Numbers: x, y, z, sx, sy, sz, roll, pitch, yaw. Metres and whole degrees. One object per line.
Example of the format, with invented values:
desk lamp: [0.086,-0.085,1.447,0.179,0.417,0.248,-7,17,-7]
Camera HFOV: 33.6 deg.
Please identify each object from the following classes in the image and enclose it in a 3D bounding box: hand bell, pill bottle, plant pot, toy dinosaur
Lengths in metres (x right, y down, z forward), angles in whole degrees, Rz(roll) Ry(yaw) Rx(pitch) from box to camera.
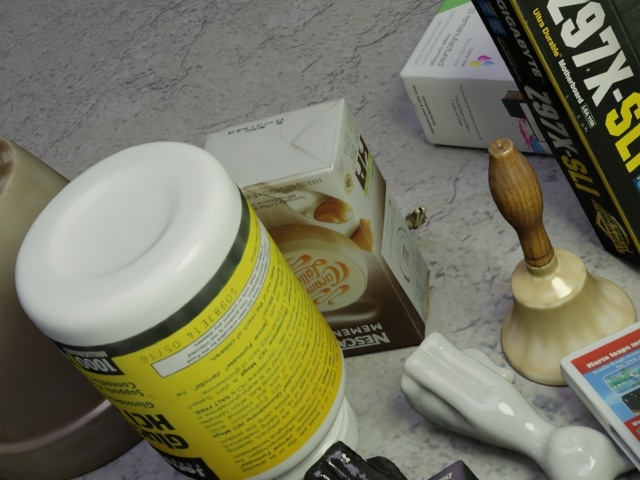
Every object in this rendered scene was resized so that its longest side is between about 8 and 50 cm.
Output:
hand bell: [0.182,0.006,0.897,0.126,0.242,0.126,-16,45,16]
pill bottle: [-0.092,0.092,0.903,0.188,0.334,0.188,-16,43,16]
plant pot: [-0.325,0.048,1.122,0.323,0.280,0.323,-17,43,16]
toy dinosaur: [0.039,-0.008,1.140,0.092,0.053,0.183,-25,17,-35]

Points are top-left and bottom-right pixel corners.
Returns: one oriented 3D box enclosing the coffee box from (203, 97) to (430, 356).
coffee box: [0.000,0.000,1.002,0.141,0.246,0.098,-12,44,21]

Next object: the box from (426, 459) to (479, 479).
box: [0.025,0.294,0.706,0.261,0.103,0.184,-36,21,14]

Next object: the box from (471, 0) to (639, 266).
box: [0.305,-0.171,0.936,0.257,0.322,0.079,-38,27,-8]

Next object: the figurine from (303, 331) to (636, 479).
figurine: [0.129,0.199,0.871,0.209,0.092,0.215,31,68,36]

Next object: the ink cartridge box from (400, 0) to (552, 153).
ink cartridge box: [0.260,-0.201,1.143,0.278,0.117,0.201,9,55,35]

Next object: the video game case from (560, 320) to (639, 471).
video game case: [0.345,0.146,0.803,0.204,0.025,0.285,-23,41,-9]
